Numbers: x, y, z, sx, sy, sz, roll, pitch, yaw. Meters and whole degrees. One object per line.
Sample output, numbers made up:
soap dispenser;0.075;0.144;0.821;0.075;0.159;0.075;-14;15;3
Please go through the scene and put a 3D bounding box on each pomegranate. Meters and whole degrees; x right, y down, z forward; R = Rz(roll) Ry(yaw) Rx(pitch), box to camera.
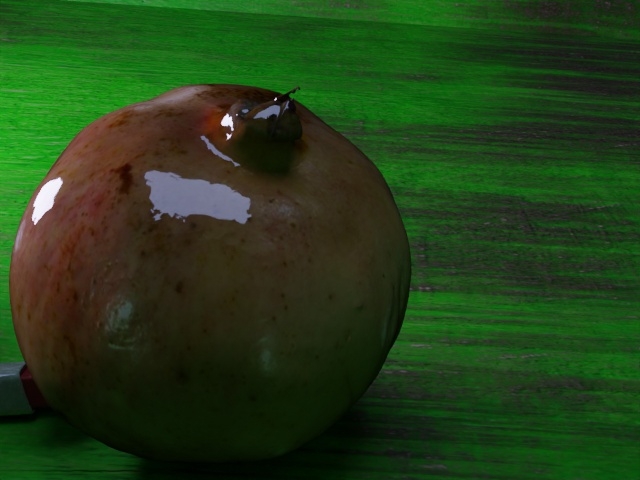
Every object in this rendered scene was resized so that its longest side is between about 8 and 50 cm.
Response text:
pomegranate;-0.082;0.011;1.064;0.338;0.338;0.338;4;21;-1

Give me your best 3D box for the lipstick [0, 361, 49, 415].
lipstick;-0.337;0.126;1.089;0.312;0.051;0.051;-2;19;-17
